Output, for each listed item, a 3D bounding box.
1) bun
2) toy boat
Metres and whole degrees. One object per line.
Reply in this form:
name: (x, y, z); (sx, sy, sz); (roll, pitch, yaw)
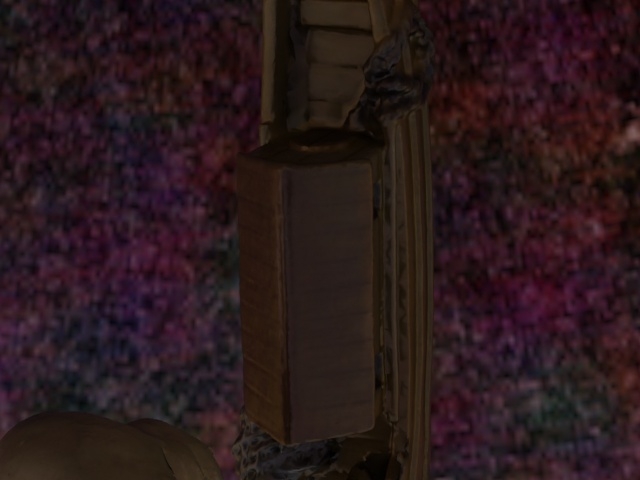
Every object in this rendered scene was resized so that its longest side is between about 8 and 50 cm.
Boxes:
bun: (-0.106, 0.191, 1.111); (0.133, 0.231, 0.231); (-22, 135, -8)
toy boat: (0.000, 0.000, 1.240); (0.135, 0.162, 0.446); (7, 105, 24)
